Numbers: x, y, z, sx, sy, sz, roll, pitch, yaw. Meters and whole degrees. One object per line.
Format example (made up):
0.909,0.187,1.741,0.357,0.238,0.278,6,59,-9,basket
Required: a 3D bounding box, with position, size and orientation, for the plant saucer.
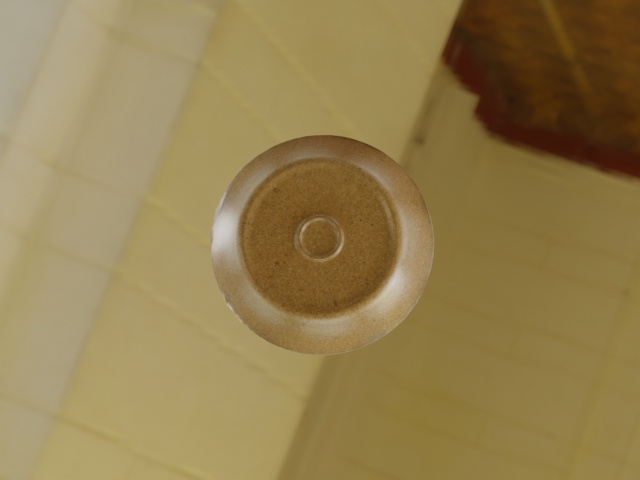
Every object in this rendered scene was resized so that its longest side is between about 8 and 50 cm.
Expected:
0.000,0.000,0.706,0.083,0.083,0.015,20,172,7,plant saucer
